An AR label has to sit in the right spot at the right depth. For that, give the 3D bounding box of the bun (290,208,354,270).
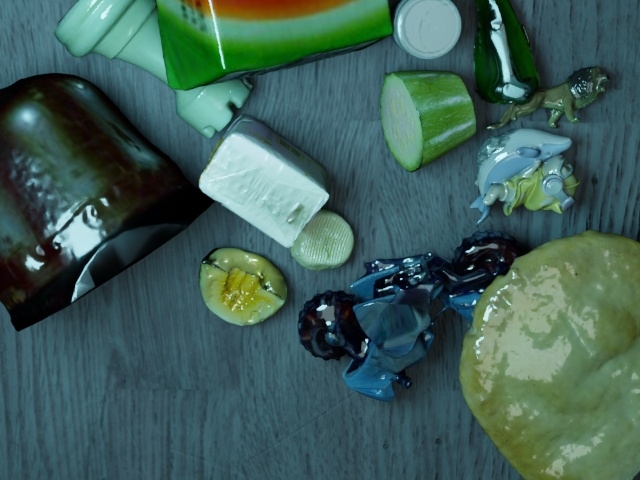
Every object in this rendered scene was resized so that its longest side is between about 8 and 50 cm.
[{"bbox_3d":[0.000,0.000,1.702,0.115,0.069,0.115,-1,94,-19],"label":"bun"}]

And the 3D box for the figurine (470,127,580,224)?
[{"bbox_3d":[0.342,-0.104,1.655,0.184,0.128,0.208,42,108,-13],"label":"figurine"}]

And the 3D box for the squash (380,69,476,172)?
[{"bbox_3d":[0.176,-0.210,1.612,0.122,0.170,0.170,-20,104,-10],"label":"squash"}]

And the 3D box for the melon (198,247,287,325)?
[{"bbox_3d":[-0.144,0.081,1.723,0.160,0.079,0.128,25,121,-7],"label":"melon"}]

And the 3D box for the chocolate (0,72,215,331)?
[{"bbox_3d":[-0.410,-0.095,1.532,0.383,0.384,0.331,-29,101,6],"label":"chocolate"}]

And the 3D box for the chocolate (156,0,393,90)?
[{"bbox_3d":[-0.077,-0.427,1.476,0.360,0.161,0.342,-19,107,-27],"label":"chocolate"}]

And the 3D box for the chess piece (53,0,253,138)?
[{"bbox_3d":[-0.258,-0.304,1.576,0.299,0.195,0.194,40,100,-19],"label":"chess piece"}]

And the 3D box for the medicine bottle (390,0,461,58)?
[{"bbox_3d":[0.165,-0.348,1.565,0.104,0.168,0.105,0,105,-1],"label":"medicine bottle"}]

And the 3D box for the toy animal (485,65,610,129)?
[{"bbox_3d":[0.386,-0.223,1.655,0.219,0.069,0.086,-21,86,1],"label":"toy animal"}]

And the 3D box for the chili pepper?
[{"bbox_3d":[0.296,-0.328,1.626,0.108,0.062,0.216,-14,98,12],"label":"chili pepper"}]

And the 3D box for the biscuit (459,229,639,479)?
[{"bbox_3d":[0.452,0.202,1.610,0.429,0.104,0.446,-40,104,3],"label":"biscuit"}]

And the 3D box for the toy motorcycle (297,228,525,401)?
[{"bbox_3d":[0.173,0.139,1.694,0.415,0.172,0.232,-23,109,5],"label":"toy motorcycle"}]

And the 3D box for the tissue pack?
[{"bbox_3d":[-0.091,-0.104,1.594,0.185,0.225,0.124,36,101,-9],"label":"tissue pack"}]
